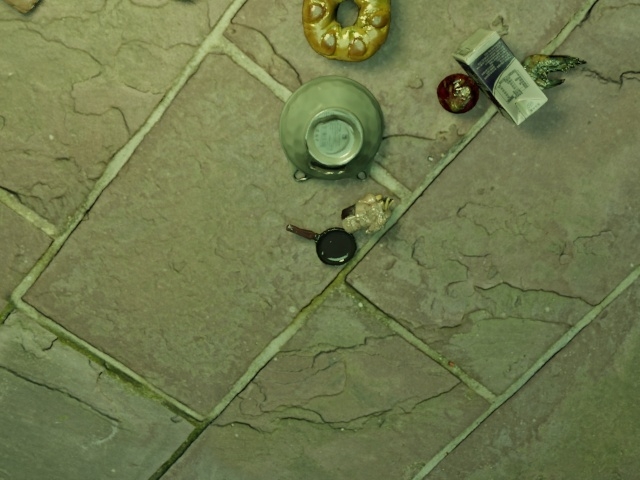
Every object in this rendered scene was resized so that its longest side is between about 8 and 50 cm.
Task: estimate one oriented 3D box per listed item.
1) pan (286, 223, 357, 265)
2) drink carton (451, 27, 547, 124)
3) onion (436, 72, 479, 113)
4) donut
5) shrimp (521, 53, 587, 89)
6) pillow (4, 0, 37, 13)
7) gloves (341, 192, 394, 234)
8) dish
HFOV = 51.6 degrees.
[{"bbox_3d":[-0.001,-0.002,1.810,0.212,0.040,0.114,23,109,-19],"label":"pan"},{"bbox_3d":[0.441,-0.403,1.627,0.102,0.134,0.222,-43,108,10],"label":"drink carton"},{"bbox_3d":[0.347,-0.370,1.662,0.107,0.097,0.107,21,139,20],"label":"onion"},{"bbox_3d":[0.061,-0.538,1.566,0.227,0.113,0.226,-1,112,-2],"label":"donut"},{"bbox_3d":[0.589,-0.428,1.674,0.161,0.034,0.091,-4,96,0],"label":"shrimp"},{"bbox_3d":[-0.661,-0.655,1.520,0.135,0.049,0.248,38,101,-17],"label":"pillow"},{"bbox_3d":[0.127,-0.064,1.766,0.144,0.110,0.094,-3,123,30],"label":"gloves"},{"bbox_3d":[0.030,-0.266,1.669,0.304,0.120,0.302,-1,110,-3],"label":"dish"}]
